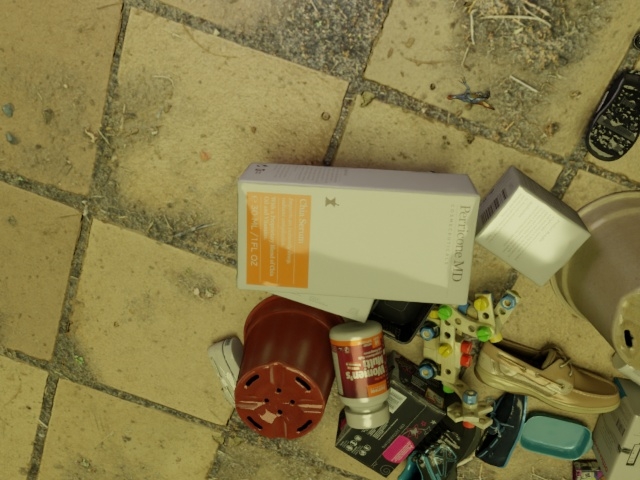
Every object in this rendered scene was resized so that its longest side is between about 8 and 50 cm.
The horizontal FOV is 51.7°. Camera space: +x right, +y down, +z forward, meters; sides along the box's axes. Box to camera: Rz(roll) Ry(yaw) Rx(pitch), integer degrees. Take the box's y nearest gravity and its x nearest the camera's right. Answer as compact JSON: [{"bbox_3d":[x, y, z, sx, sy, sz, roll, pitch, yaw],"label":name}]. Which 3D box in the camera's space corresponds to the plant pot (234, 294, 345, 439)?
[{"bbox_3d":[-0.076,0.302,1.544,0.272,0.265,0.273,3,114,6],"label":"plant pot"}]

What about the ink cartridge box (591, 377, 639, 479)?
[{"bbox_3d":[0.733,0.457,1.577,0.085,0.148,0.203,9,115,1],"label":"ink cartridge box"}]

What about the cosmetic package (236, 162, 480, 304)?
[{"bbox_3d":[0.068,-0.017,1.314,0.452,0.161,0.230,3,109,3],"label":"cosmetic package"}]

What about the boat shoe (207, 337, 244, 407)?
[{"bbox_3d":[-0.211,0.377,1.687,0.088,0.096,0.268,-16,109,17],"label":"boat shoe"}]

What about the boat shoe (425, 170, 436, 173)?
[{"bbox_3d":[0.260,-0.093,1.457,0.043,0.049,0.137,-28,110,-28],"label":"boat shoe"}]

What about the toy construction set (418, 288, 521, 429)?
[{"bbox_3d":[0.333,0.256,1.517,0.214,0.151,0.328,10,98,29],"label":"toy construction set"}]

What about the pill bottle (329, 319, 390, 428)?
[{"bbox_3d":[0.093,0.299,1.486,0.121,0.121,0.221,-8,97,10],"label":"pill bottle"}]

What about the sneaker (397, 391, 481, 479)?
[{"bbox_3d":[0.295,0.508,1.642,0.139,0.125,0.341,0,116,-25],"label":"sneaker"}]

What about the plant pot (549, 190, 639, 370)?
[{"bbox_3d":[0.666,0.104,1.348,0.333,0.305,0.334,3,113,6],"label":"plant pot"}]

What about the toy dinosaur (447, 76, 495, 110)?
[{"bbox_3d":[0.308,-0.291,1.369,0.082,0.047,0.090,-9,124,30],"label":"toy dinosaur"}]

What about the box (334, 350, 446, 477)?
[{"bbox_3d":[0.170,0.427,1.636,0.163,0.142,0.247,33,111,-6],"label":"box"}]

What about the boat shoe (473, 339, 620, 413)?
[{"bbox_3d":[0.541,0.313,1.552,0.340,0.122,0.110,12,113,4],"label":"boat shoe"}]

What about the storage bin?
[{"bbox_3d":[0.193,0.136,1.539,0.122,0.084,0.180,26,114,-5],"label":"storage bin"}]

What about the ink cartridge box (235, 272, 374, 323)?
[{"bbox_3d":[0.000,0.000,1.479,0.309,0.130,0.272,19,111,-2],"label":"ink cartridge box"}]

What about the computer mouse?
[{"bbox_3d":[0.656,-0.268,1.327,0.184,0.060,0.262,23,102,1],"label":"computer mouse"}]

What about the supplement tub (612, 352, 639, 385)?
[{"bbox_3d":[0.750,0.300,1.550,0.107,0.071,0.071,34,113,-8],"label":"supplement tub"}]

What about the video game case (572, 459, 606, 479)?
[{"bbox_3d":[0.767,0.673,1.723,0.210,0.042,0.232,-4,112,7],"label":"video game case"}]

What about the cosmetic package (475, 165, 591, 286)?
[{"bbox_3d":[0.437,-0.032,1.397,0.183,0.151,0.151,35,113,-5],"label":"cosmetic package"}]

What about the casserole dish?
[{"bbox_3d":[0.589,0.490,1.669,0.188,0.037,0.114,13,114,0],"label":"casserole dish"}]

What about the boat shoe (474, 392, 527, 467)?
[{"bbox_3d":[0.445,0.464,1.639,0.088,0.109,0.259,12,112,6],"label":"boat shoe"}]
